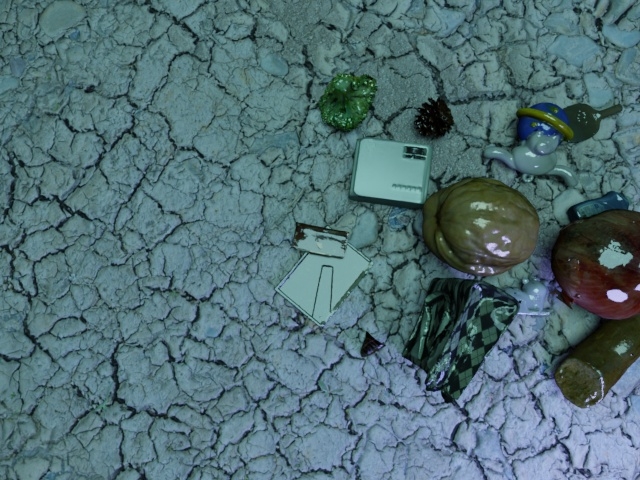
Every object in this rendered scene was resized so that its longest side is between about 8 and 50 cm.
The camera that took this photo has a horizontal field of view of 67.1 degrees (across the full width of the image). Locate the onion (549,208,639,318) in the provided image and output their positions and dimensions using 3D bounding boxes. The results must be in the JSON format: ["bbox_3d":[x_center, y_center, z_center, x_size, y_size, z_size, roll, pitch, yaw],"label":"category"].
[{"bbox_3d":[0.868,0.073,1.451,0.354,0.353,0.353,0,83,0],"label":"onion"}]

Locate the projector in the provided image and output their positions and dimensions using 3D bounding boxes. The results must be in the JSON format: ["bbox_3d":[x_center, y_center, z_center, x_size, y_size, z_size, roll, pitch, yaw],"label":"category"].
[{"bbox_3d":[0.227,-0.218,1.574,0.251,0.108,0.198,7,84,2],"label":"projector"}]

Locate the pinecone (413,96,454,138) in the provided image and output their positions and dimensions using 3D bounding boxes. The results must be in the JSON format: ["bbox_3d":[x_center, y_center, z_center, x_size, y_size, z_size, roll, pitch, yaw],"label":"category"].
[{"bbox_3d":[0.370,-0.400,1.588,0.121,0.140,0.140,-31,83,29],"label":"pinecone"}]

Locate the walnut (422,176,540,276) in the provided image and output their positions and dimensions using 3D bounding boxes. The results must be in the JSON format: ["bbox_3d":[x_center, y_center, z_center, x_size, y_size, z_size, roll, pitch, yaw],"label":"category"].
[{"bbox_3d":[0.487,-0.043,1.456,0.344,0.306,0.306,16,83,-22],"label":"walnut"}]

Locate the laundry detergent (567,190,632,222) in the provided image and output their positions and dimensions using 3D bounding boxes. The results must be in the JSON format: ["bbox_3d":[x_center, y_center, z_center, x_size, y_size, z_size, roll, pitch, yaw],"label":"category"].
[{"bbox_3d":[0.925,-0.101,1.582,0.206,0.061,0.096,-20,81,-3],"label":"laundry detergent"}]

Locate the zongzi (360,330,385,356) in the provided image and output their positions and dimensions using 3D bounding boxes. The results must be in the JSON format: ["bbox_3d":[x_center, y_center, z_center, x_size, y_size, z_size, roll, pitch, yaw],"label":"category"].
[{"bbox_3d":[0.170,0.337,1.536,0.074,0.067,0.083,18,66,9],"label":"zongzi"}]

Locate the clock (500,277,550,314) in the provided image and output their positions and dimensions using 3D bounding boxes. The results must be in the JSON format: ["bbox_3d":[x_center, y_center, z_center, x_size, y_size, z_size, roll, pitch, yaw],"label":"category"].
[{"bbox_3d":[0.639,0.177,1.540,0.176,0.080,0.117,1,84,-1],"label":"clock"}]

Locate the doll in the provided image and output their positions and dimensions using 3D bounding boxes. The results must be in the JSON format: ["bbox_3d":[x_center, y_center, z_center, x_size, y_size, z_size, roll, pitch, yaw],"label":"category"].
[{"bbox_3d":[0.734,-0.305,1.558,0.311,0.159,0.242,33,83,0],"label":"doll"}]

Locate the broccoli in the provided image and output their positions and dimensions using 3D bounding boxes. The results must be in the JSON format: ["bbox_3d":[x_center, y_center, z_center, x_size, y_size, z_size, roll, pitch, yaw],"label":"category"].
[{"bbox_3d":[0.087,-0.463,1.560,0.220,0.194,0.194,-33,84,2],"label":"broccoli"}]

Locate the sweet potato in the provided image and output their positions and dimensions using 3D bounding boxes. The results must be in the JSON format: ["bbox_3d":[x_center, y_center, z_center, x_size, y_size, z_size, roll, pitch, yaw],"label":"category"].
[{"bbox_3d":[0.887,0.348,1.493,0.370,0.158,0.158,-38,85,-11],"label":"sweet potato"}]

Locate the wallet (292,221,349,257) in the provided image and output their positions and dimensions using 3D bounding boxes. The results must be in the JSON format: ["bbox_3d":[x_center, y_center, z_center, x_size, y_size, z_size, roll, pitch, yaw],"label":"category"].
[{"bbox_3d":[0.000,0.000,1.567,0.176,0.026,0.095,10,76,-1],"label":"wallet"}]

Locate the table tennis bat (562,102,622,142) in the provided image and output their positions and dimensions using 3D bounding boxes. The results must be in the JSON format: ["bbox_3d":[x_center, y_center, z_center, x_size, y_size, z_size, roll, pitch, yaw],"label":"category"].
[{"bbox_3d":[0.910,-0.412,1.642,0.234,0.022,0.131,-19,83,0],"label":"table tennis bat"}]

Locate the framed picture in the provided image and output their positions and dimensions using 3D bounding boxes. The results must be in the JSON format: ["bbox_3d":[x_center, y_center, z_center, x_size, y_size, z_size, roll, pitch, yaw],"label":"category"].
[{"bbox_3d":[0.013,0.117,1.577,0.209,0.019,0.281,40,85,4],"label":"framed picture"}]

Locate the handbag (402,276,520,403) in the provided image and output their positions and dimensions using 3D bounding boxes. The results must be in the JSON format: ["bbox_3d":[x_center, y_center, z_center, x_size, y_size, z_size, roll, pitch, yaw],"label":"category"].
[{"bbox_3d":[0.361,0.263,1.360,0.180,0.416,0.316,28,86,2],"label":"handbag"}]
